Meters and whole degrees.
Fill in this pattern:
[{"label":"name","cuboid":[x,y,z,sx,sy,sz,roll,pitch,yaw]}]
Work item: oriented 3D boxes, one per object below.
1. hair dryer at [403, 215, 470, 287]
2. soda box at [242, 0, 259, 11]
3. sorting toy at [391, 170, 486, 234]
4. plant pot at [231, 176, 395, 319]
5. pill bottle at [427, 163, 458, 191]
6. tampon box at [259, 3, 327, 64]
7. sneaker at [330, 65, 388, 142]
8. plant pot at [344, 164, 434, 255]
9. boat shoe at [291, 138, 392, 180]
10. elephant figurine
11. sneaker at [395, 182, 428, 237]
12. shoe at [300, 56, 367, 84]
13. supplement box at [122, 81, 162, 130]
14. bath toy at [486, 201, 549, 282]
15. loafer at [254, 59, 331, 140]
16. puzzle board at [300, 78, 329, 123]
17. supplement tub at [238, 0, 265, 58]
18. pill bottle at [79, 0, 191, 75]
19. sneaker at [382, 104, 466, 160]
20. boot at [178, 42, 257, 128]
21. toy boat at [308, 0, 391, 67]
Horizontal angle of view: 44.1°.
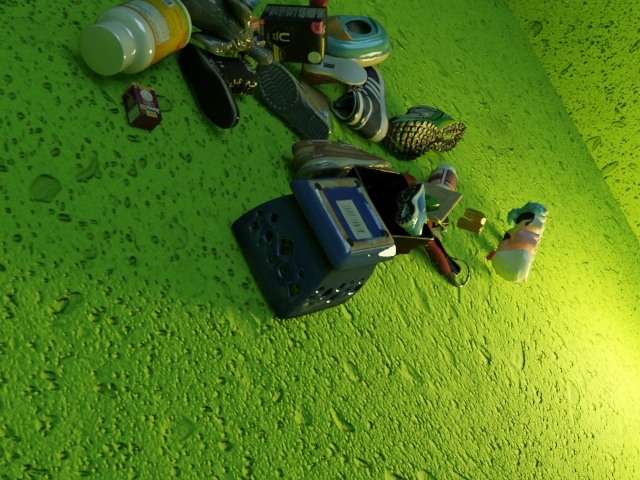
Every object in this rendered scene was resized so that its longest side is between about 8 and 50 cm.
[{"label":"hair dryer","cuboid":[0.294,0.006,2.064,0.294,0.080,0.223,6,55,-46]},{"label":"soda box","cuboid":[-0.194,-0.661,2.135,0.063,0.058,0.183,41,36,-15]},{"label":"sorting toy","cuboid":[0.290,-0.108,2.053,0.307,0.041,0.229,20,27,18]},{"label":"plant pot","cuboid":[0.000,0.000,1.614,0.236,0.212,0.235,-7,64,-53]},{"label":"pill bottle","cuboid":[0.349,-0.157,2.270,0.086,0.086,0.152,43,36,-13]},{"label":"tampon box","cuboid":[-0.068,-0.535,2.047,0.161,0.120,0.101,5,41,8]},{"label":"sneaker","cuboid":[0.101,-0.416,2.214,0.153,0.099,0.282,23,46,-38]},{"label":"plant pot","cuboid":[0.115,-0.044,1.827,0.188,0.167,0.187,4,55,-48]},{"label":"boat shoe","cuboid":[0.056,-0.198,1.946,0.324,0.123,0.116,0,56,-51]},{"label":"elephant figurine","cuboid":[-0.219,-0.494,1.788,0.239,0.169,0.186,40,48,3]},{"label":"sneaker","cuboid":[0.208,-0.066,1.770,0.073,0.063,0.162,55,34,-28]},{"label":"shoe","cuboid":[0.034,-0.453,2.135,0.178,0.081,0.063,12,81,-7]},{"label":"supplement box","cuboid":[-0.361,-0.271,1.597,0.055,0.043,0.083,9,53,-47]},{"label":"bath toy","cuboid":[0.581,0.011,2.352,0.129,0.151,0.348,16,34,16]},{"label":"loafer","cuboid":[-0.074,-0.346,1.974,0.251,0.094,0.087,51,9,-17]},{"label":"puzzle board","cuboid":[-0.017,-0.366,2.110,0.096,0.011,0.128,29,41,-31]},{"label":"supplement tub","cuboid":[-0.223,-0.547,1.955,0.198,0.106,0.106,52,34,1]},{"label":"pill bottle","cuboid":[-0.382,-0.423,1.631,0.136,0.136,0.245,47,35,-7]},{"label":"sneaker","cuboid":[0.279,-0.327,2.340,0.146,0.134,0.344,42,31,28]},{"label":"boot","cuboid":[-0.202,-0.349,1.807,0.179,0.085,0.236,-3,54,-50]},{"label":"toy boat","cuboid":[0.045,-0.623,2.259,0.268,0.148,0.318,-13,55,-23]}]
